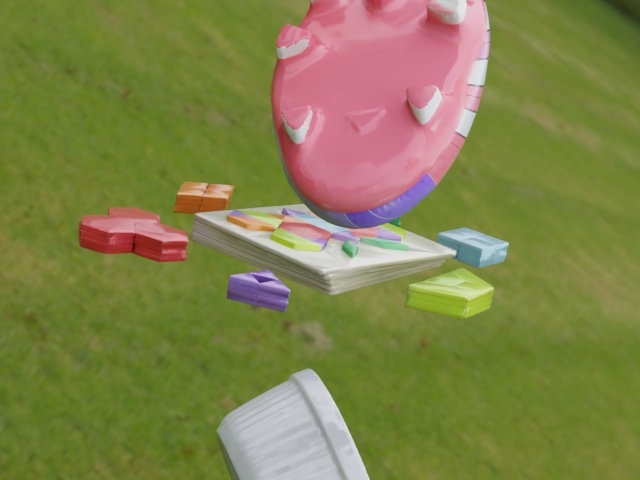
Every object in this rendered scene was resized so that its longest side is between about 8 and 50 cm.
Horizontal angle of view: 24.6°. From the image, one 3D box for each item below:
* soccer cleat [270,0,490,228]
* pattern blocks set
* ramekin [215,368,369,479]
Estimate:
[{"bbox_3d":[0.030,-0.085,0.600,0.095,0.083,0.248,69,16,-44],"label":"soccer cleat"},{"bbox_3d":[0.000,0.000,1.137,0.285,0.026,0.325,18,16,22],"label":"pattern blocks set"},{"bbox_3d":[-0.021,0.237,1.409,0.207,0.109,0.207,159,-90,-81],"label":"ramekin"}]
